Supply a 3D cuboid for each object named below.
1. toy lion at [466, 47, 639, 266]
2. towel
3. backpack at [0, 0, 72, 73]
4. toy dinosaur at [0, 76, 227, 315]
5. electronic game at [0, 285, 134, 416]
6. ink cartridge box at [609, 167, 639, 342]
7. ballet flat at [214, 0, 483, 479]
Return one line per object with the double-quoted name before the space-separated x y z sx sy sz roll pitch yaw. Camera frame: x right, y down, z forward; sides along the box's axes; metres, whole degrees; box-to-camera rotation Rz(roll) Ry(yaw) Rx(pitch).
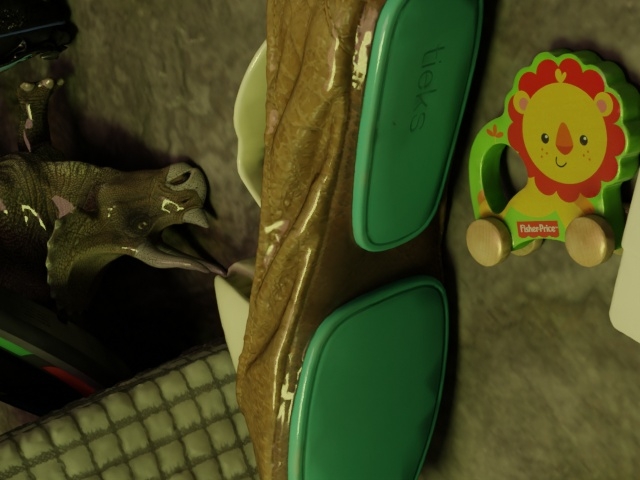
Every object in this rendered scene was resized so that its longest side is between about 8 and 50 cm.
"toy lion" 0.106 -0.038 0.719 0.100 0.034 0.096 -2 101 50
"towel" -0.091 0.191 0.861 0.121 0.283 0.235 -15 95 52
"backpack" -0.270 -0.136 0.986 0.158 0.173 0.117 -11 101 52
"toy dinosaur" -0.205 -0.006 1.026 0.313 0.121 0.160 -23 84 49
"electronic game" -0.213 0.069 0.999 0.229 0.048 0.229 21 161 8
"ink cartridge box" 0.183 -0.027 0.606 0.104 0.061 0.181 34 132 34
"ballet flat" 0.000 0.000 0.796 0.124 0.116 0.342 32 128 42
